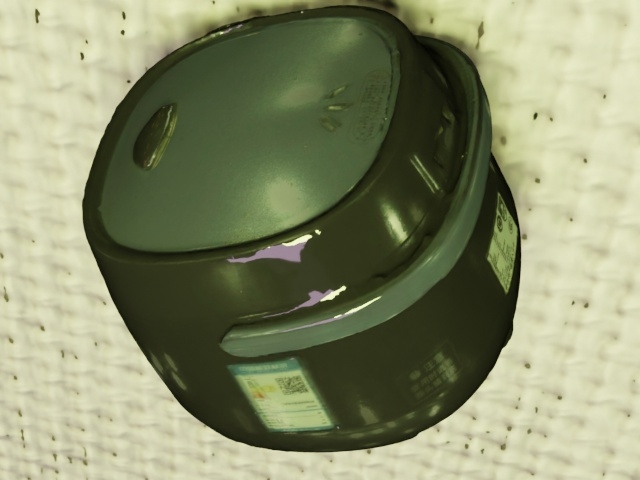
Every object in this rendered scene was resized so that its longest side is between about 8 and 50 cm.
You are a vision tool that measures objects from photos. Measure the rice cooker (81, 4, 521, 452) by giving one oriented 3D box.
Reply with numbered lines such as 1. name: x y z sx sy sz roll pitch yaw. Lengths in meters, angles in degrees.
1. rice cooker: 0.000 0.000 0.974 0.267 0.267 0.224 -6 136 26
